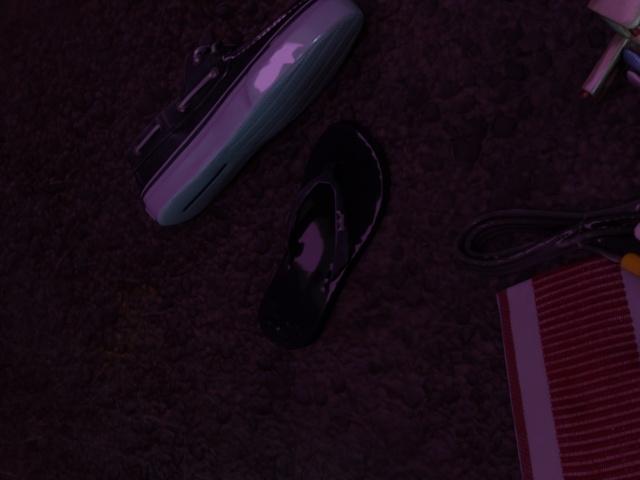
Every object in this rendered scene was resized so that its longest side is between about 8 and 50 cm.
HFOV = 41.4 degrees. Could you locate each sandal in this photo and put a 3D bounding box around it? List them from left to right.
[{"bbox_3d":[0.001,0.001,0.885,0.097,0.054,0.254,24,103,25],"label":"sandal"}]

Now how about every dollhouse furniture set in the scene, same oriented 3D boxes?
[{"bbox_3d":[0.283,-0.142,0.655,0.129,0.184,0.129,36,108,22],"label":"dollhouse furniture set"}]

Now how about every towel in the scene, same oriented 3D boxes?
[{"bbox_3d":[0.312,0.102,0.679,0.329,0.037,0.237,-19,55,28],"label":"towel"}]

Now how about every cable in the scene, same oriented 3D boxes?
[{"bbox_3d":[0.245,-0.015,0.721,0.287,0.072,0.139,13,69,41],"label":"cable"}]

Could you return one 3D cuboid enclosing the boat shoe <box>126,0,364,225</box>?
[{"bbox_3d":[-0.102,-0.154,0.893,0.335,0.121,0.119,-41,78,26],"label":"boat shoe"}]
